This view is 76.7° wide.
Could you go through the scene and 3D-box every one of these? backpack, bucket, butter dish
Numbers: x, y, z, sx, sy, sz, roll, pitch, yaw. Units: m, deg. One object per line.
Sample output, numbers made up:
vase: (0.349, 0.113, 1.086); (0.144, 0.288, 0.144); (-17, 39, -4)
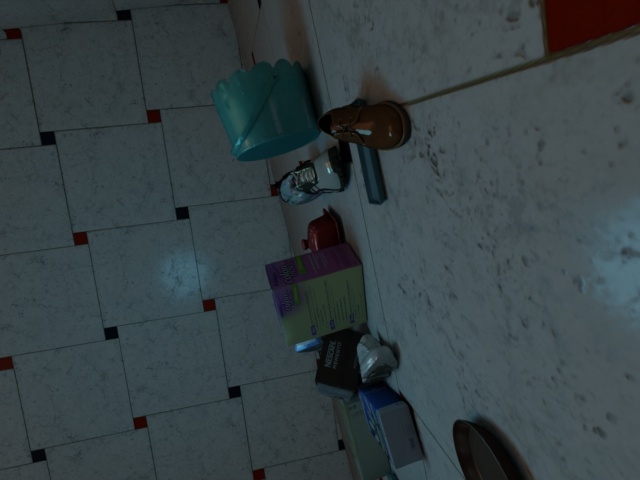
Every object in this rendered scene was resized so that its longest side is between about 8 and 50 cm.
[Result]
backpack: (-0.053, -0.172, 1.245); (0.115, 0.152, 0.182); (59, 169, -4)
bucket: (-0.142, -0.338, 1.096); (0.281, 0.281, 0.183); (176, 76, -81)
butter dish: (0.000, 0.000, 1.217); (0.160, 0.118, 0.160); (-130, 26, -67)

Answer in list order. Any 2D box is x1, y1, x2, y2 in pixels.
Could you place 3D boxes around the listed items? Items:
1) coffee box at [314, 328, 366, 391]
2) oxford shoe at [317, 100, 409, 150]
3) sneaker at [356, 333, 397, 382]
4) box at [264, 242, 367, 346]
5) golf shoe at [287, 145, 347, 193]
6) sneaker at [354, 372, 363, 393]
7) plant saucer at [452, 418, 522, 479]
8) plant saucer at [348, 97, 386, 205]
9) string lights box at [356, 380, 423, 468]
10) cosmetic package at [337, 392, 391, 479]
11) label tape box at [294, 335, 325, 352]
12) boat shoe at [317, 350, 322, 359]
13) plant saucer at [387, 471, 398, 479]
coffee box: (0.060, 0.390, 1.260); (0.297, 0.119, 0.168); (88, -164, -63)
oxford shoe: (0.061, -0.179, 0.648); (0.212, 0.076, 0.076); (31, 133, 59)
sneaker: (0.129, 0.291, 1.029); (0.232, 0.090, 0.115); (94, 162, -62)
box: (-0.008, 0.149, 1.124); (0.117, 0.243, 0.213); (-119, 15, -54)
golf shoe: (-0.009, -0.158, 1.020); (0.273, 0.120, 0.105); (161, 96, -80)
sneaker: (0.114, 0.474, 1.467); (0.217, 0.121, 0.079); (-62, -40, -49)
plant saucer: (0.246, 0.339, 0.578); (0.168, 0.029, 0.168); (165, 90, -80)
plant saucer: (0.087, -0.161, 0.746); (0.067, 0.018, 0.192); (-146, 43, -76)
string lights box: (0.174, 0.469, 1.069); (0.260, 0.077, 0.133); (143, 111, -81)
cosmetic package: (0.149, 0.679, 1.464); (0.160, 0.113, 0.309); (-156, 52, -78)
label tape box: (0.007, 0.284, 1.546); (0.348, 0.115, 0.249); (17, -131, -56)
boat shoe: (0.031, 0.469, 1.831); (0.306, 0.113, 0.105); (-102, -11, -48)
plant saucer: (0.257, 0.841, 1.360); (0.119, 0.021, 0.119); (165, 90, -81)
